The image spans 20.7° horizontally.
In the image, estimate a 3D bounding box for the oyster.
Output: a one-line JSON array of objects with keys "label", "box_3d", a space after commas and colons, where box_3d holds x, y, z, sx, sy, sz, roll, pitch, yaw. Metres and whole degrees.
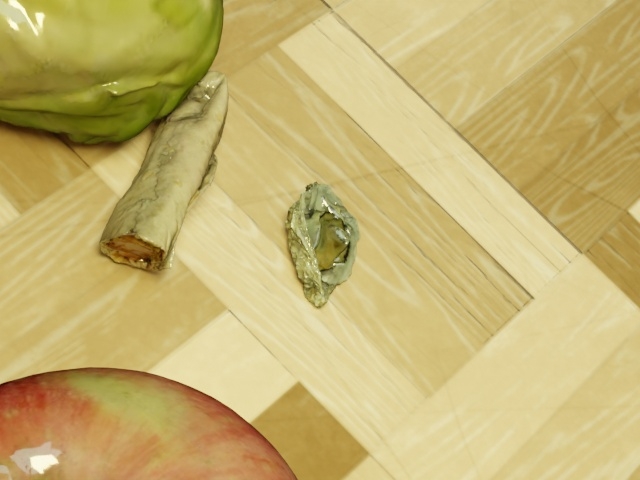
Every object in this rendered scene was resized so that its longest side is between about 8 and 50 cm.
[{"label": "oyster", "box_3d": [0.001, 0.001, 1.505, 0.100, 0.037, 0.098, -28, 91, -58]}]

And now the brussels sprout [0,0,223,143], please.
[{"label": "brussels sprout", "box_3d": [-0.231, -0.225, 1.421, 0.316, 0.242, 0.274, 9, 79, -15]}]

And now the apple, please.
[{"label": "apple", "box_3d": [-0.158, 0.250, 1.117, 0.344, 0.269, 0.345, 2, 46, -3]}]

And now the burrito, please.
[{"label": "burrito", "box_3d": [-0.122, -0.054, 1.448, 0.060, 0.087, 0.226, 33, 46, -14]}]
